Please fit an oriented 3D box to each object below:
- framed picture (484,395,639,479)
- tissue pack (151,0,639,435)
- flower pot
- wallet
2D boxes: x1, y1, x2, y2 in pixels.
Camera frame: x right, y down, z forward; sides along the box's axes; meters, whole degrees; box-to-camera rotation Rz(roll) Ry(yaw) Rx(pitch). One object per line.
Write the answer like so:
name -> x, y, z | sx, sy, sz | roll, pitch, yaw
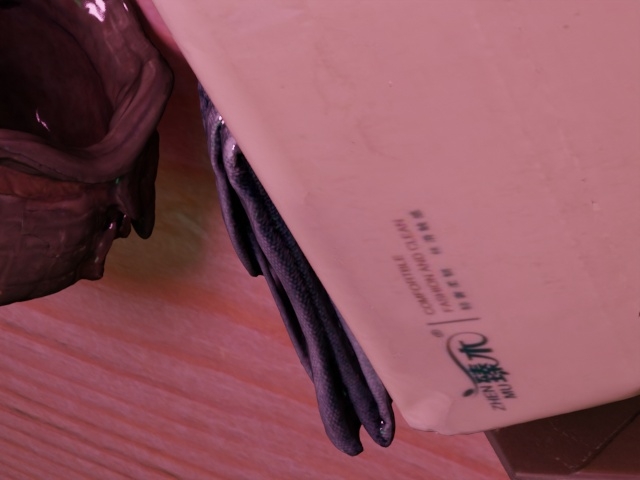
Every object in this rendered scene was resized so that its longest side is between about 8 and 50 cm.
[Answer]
framed picture -> 0.223, 0.090, 1.153 | 0.335, 0.022, 0.247 | -5, 123, 46
tissue pack -> 0.115, -0.097, 0.800 | 0.297, 0.207, 0.380 | -15, 132, 20
flower pot -> -0.248, -0.097, 1.209 | 0.302, 0.302, 0.213 | 39, 133, 5
wallet -> -0.030, -0.046, 1.024 | 0.075, 0.342, 0.237 | -19, 121, 5
